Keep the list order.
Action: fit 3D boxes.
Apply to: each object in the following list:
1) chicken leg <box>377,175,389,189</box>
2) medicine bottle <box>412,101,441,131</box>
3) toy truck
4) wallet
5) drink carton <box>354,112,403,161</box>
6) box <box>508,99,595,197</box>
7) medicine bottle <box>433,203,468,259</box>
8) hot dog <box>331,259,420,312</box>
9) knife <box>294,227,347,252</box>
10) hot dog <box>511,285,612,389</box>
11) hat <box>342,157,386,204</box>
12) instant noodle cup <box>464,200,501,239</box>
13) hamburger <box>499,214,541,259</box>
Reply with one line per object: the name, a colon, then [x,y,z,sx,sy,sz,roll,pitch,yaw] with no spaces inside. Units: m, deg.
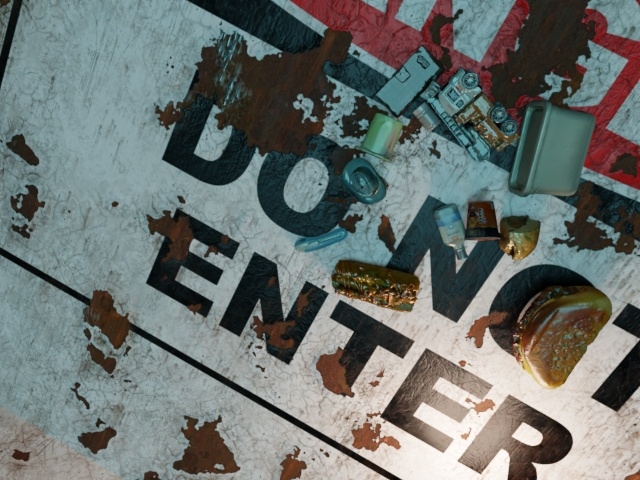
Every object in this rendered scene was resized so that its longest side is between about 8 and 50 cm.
chicken leg: [0.224,-0.221,1.704,0.083,0.021,0.036,40,124,0]
medicine bottle: [0.374,-0.434,1.600,0.058,0.058,0.091,-39,94,17]
toy truck: [0.500,-0.432,1.533,0.338,0.133,0.184,45,115,-8]
wallet: [0.311,-0.553,1.592,0.124,0.042,0.230,44,110,-7]
drink carton: [0.215,-0.365,1.612,0.146,0.144,0.142,24,101,4]
box: [0.765,-0.292,1.510,0.182,0.175,0.312,8,105,0]
medicine bottle: [0.491,-0.029,1.683,0.090,0.054,0.208,-21,100,12]
hot dog: [0.210,0.175,1.758,0.349,0.117,0.158,15,106,7]
knife: [0.000,0.000,1.798,0.222,0.031,0.064,-17,96,14]
hot dog: [0.832,0.323,1.637,0.223,0.185,0.405,24,107,3]
hat: [0.157,-0.211,1.682,0.191,0.078,0.138,48,121,-1]
instant noodle cup: [0.573,-0.069,1.620,0.127,0.127,0.135,-1,87,11]
hamburger: [0.697,0.000,1.570,0.135,0.208,0.155,-3,99,15]
